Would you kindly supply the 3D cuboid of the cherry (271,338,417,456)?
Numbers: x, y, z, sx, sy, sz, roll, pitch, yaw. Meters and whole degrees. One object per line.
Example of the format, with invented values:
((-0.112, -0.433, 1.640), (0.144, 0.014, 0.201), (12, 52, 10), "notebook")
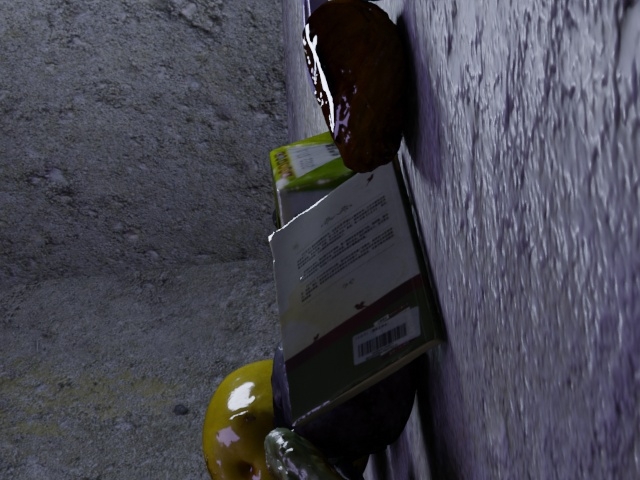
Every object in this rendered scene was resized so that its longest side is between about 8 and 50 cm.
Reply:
((0.031, 0.156, 1.308), (0.195, 0.195, 0.195), (175, 90, -86), "cherry")

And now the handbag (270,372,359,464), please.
((0.021, 0.245, 1.605), (0.215, 0.169, 0.155), (93, 155, -58), "handbag")

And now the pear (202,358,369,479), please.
((-0.048, 0.315, 1.859), (0.336, 0.284, 0.285), (-67, -22, -57), "pear")

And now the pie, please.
((0.040, 0.311, 1.185), (0.302, 0.067, 0.302), (43, 174, 6), "pie")

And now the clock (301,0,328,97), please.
((0.010, -0.306, 1.733), (0.172, 0.064, 0.198), (92, 172, -61), "clock")

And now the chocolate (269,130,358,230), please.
((0.000, 0.000, 1.775), (0.289, 0.137, 0.301), (-106, 12, -71), "chocolate")

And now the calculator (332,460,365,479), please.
((0.075, 0.448, 1.422), (0.274, 0.058, 0.248), (-104, -10, -56), "calculator")

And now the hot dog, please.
((0.041, -0.172, 1.221), (0.161, 0.099, 0.227), (88, 173, -45), "hot dog")

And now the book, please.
((0.030, 0.047, 1.227), (0.026, 0.201, 0.289), (34, -147, -35), "book")

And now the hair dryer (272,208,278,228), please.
((-0.007, 0.037, 2.135), (0.303, 0.120, 0.360), (138, 118, -65), "hair dryer")
